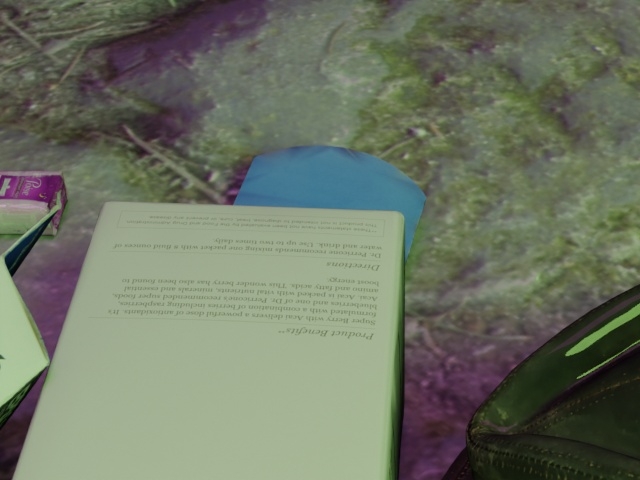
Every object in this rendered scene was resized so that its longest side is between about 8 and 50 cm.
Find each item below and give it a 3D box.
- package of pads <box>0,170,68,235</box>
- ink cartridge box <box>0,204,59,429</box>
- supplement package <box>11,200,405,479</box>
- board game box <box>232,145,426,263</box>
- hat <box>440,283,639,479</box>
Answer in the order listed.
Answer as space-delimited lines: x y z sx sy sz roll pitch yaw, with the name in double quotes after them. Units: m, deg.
-0.236 -0.029 1.047 0.083 0.032 0.050 2 43 6 "package of pads"
-0.238 0.127 0.673 0.065 0.165 0.332 44 52 -1 "ink cartridge box"
-0.049 0.138 0.724 0.178 0.175 0.293 3 40 5 "supplement package"
0.000 0.000 1.000 0.133 0.033 0.168 12 47 9 "board game box"
0.157 0.102 0.605 0.331 0.134 0.331 -24 37 20 "hat"
